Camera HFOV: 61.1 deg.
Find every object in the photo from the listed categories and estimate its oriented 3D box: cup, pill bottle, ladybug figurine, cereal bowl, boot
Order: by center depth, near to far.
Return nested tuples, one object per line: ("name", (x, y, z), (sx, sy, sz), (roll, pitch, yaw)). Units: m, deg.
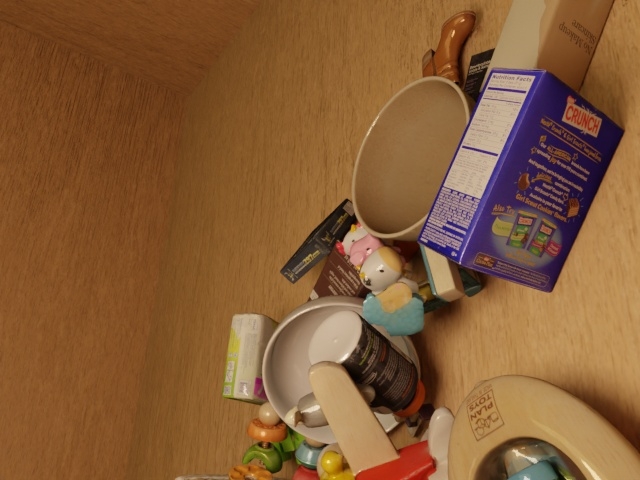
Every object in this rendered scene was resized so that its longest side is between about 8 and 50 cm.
("ladybug figurine", (0.344, 0.391, 0.748), (0.305, 0.162, 0.449), (-48, 42, 30))
("pill bottle", (0.101, 0.249, 1.046), (0.130, 0.246, 0.130), (-33, 32, 24))
("cup", (0.257, -0.136, 1.122), (0.331, 0.237, 0.331), (-33, 49, 48))
("cereal bowl", (0.045, 0.270, 1.209), (0.141, 0.339, 0.339), (-83, 19, -74))
("boot", (0.325, -0.447, 1.335), (0.197, 0.073, 0.152), (128, 146, -52))

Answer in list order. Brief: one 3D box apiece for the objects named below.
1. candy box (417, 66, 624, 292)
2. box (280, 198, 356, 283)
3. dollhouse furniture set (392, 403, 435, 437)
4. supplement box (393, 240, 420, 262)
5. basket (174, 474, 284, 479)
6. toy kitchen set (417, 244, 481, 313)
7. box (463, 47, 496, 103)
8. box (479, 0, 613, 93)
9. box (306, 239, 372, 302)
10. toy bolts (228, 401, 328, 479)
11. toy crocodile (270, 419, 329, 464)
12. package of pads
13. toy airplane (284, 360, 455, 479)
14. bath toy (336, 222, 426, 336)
("candy box", (0.346, -0.095, 0.929), (0.122, 0.268, 0.317), (34, 104, 53))
("box", (0.000, 0.000, 1.528), (0.183, 0.059, 0.232), (-43, 6, 41))
("dollhouse furniture set", (0.201, 0.408, 1.107), (0.114, 0.091, 0.081), (-121, 39, -48))
("supplement box", (0.169, -0.048, 1.377), (0.080, 0.078, 0.233), (-58, 34, 23))
("basket", (-0.178, 0.757, 1.304), (0.266, 0.331, 0.328), (-14, 63, 49))
("toy kitchen set", (0.217, 0.098, 1.077), (0.166, 0.207, 0.122), (-26, 56, 26))
("box", (0.379, -0.359, 1.240), (0.116, 0.029, 0.162), (3, 77, 59))
("box", (0.445, -0.405, 1.047), (0.121, 0.148, 0.311), (26, 99, 59))
("box", (0.050, 0.211, 1.382), (0.381, 0.143, 0.191), (-66, 31, 14))
("toy bolts", (-0.089, 0.491, 1.277), (0.229, 0.218, 0.158), (10, 93, 16))
("toy crocodile", (-0.063, 0.524, 1.450), (0.341, 0.105, 0.115), (-25, 77, 48))
("package of pads", (-0.152, 0.337, 1.507), (0.101, 0.296, 0.229), (-3, 68, 20))
("toy airplane", (0.090, 0.428, 0.973), (0.272, 0.385, 0.386), (11, 84, 67))
("bath toy", (0.114, 0.053, 1.130), (0.348, 0.129, 0.151), (-105, 9, -63))
